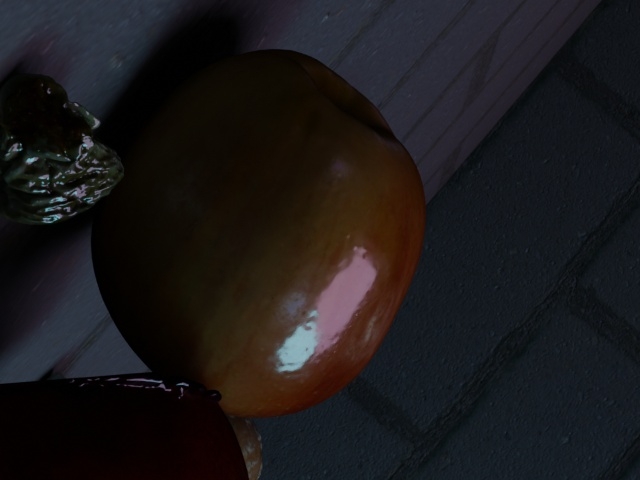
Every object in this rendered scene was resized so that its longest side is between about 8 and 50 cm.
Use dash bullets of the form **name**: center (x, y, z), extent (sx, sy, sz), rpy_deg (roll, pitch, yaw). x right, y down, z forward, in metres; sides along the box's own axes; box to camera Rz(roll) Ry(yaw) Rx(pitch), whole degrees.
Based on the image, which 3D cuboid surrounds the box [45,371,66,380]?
- **box**: center (-0.292, 0.245, 1.211), extent (0.135, 0.079, 0.269), rpy_deg (-45, 172, -36)

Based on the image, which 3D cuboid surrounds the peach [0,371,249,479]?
- **peach**: center (-0.172, 0.208, 0.804), extent (0.257, 0.201, 0.362), rpy_deg (-6, 164, 6)

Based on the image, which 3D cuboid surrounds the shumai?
- **shumai**: center (-0.152, -0.056, 0.669), extent (0.082, 0.083, 0.080), rpy_deg (-90, 178, -57)

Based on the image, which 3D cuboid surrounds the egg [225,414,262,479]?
- **egg**: center (-0.179, 0.317, 1.820), extent (0.195, 0.195, 0.233), rpy_deg (-48, -176, -13)

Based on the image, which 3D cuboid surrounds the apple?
- **apple**: center (-0.034, -0.011, 0.884), extent (0.241, 0.242, 0.242), rpy_deg (-56, 171, 29)
